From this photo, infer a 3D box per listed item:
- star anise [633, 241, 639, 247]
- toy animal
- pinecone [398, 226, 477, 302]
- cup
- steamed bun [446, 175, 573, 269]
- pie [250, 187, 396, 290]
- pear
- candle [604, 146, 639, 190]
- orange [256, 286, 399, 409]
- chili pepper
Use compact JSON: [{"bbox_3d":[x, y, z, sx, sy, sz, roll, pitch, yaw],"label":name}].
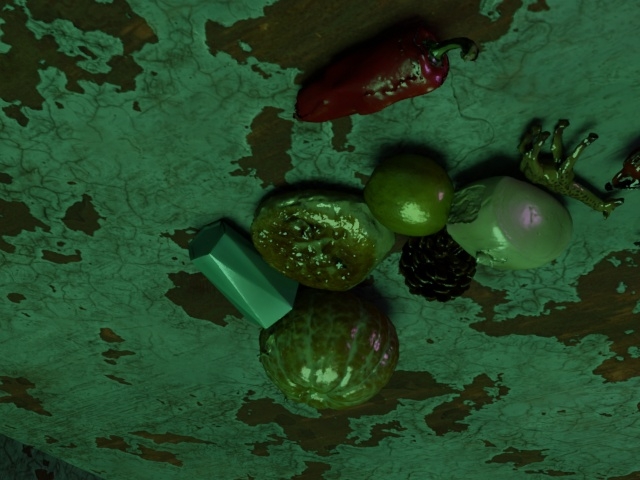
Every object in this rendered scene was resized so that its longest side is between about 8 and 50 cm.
[{"bbox_3d":[0.717,0.016,1.676,0.182,0.065,0.195,21,139,-19],"label":"star anise"},{"bbox_3d":[0.442,-0.118,1.551,0.149,0.054,0.275,-16,137,23],"label":"toy animal"},{"bbox_3d":[0.236,0.040,1.728,0.173,0.174,0.174,5,145,4],"label":"pinecone"},{"bbox_3d":[-0.167,0.066,1.871,0.148,0.134,0.236,-38,125,6],"label":"cup"},{"bbox_3d":[0.348,-0.013,1.603,0.238,0.153,0.170,24,157,-34],"label":"steamed bun"},{"bbox_3d":[0.000,0.000,1.777,0.315,0.092,0.315,7,146,4],"label":"pie"},{"bbox_3d":[0.162,-0.084,1.579,0.162,0.149,0.149,23,145,2],"label":"pear"},{"bbox_3d":[0.588,-0.167,1.434,0.084,0.059,0.301,26,134,-27],"label":"candle"},{"bbox_3d":[0.017,0.254,1.995,0.329,0.249,0.329,12,148,8],"label":"orange"},{"bbox_3d":[0.090,-0.257,1.386,0.387,0.110,0.110,-17,138,39],"label":"chili pepper"}]
